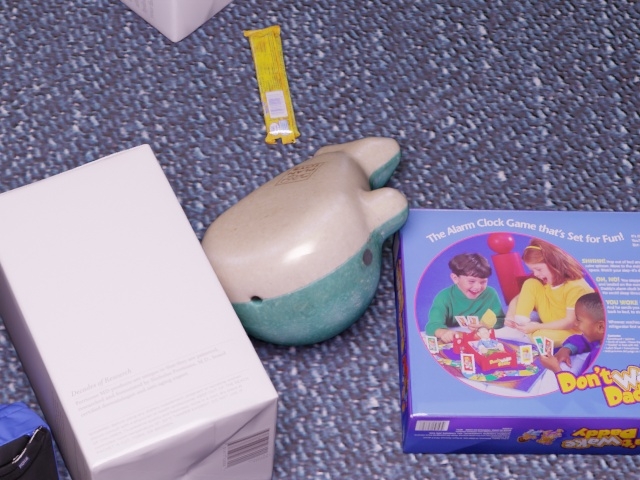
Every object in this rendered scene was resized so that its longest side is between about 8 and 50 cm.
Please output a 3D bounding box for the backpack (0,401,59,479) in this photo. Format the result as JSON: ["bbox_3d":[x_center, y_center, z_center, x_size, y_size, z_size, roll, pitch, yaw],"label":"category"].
[{"bbox_3d":[-0.305,0.207,1.490,0.120,0.098,0.101,-24,31,-29],"label":"backpack"}]

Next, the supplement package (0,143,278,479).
[{"bbox_3d":[-0.177,0.093,1.528,0.175,0.177,0.293,-21,61,-16],"label":"supplement package"}]

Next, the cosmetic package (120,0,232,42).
[{"bbox_3d":[-0.264,-0.451,1.851,0.453,0.230,0.161,39,62,19],"label":"cosmetic package"}]

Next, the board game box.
[{"bbox_3d":[0.249,0.086,1.622,0.347,0.078,0.233,1,57,-3],"label":"board game box"}]

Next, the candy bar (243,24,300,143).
[{"bbox_3d":[-0.052,-0.170,1.805,0.040,0.018,0.161,-8,58,-5],"label":"candy bar"}]

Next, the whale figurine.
[{"bbox_3d":[0.000,0.000,1.641,0.216,0.141,0.272,-11,26,31],"label":"whale figurine"}]
